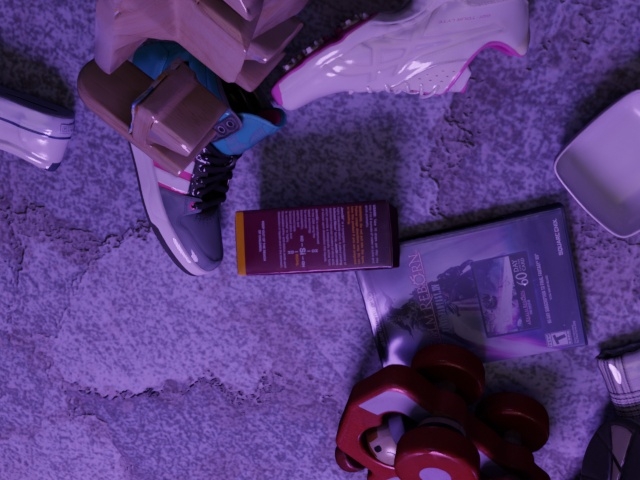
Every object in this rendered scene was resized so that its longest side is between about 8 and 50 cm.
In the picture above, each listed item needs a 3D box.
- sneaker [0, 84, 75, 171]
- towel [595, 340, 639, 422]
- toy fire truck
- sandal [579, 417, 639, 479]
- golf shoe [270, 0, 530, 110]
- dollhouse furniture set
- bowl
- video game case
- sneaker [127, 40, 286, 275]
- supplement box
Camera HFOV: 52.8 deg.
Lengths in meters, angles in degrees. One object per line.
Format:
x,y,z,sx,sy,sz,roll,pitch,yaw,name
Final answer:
-0.449,-0.162,0.825,0.258,0.094,0.091,22,106,-1,sneaker
0.568,0.230,0.838,0.324,0.056,0.312,-22,104,14,towel
0.150,0.293,0.864,0.302,0.169,0.254,37,129,-15,toy fire truck
0.398,0.373,0.882,0.086,0.120,0.303,-2,122,-27,sandal
0.091,-0.206,0.727,0.306,0.115,0.140,-25,107,17,golf shoe
-0.084,-0.323,0.558,0.256,0.362,0.394,39,66,-7,dollhouse furniture set
0.360,-0.092,0.756,0.142,0.053,0.142,44,109,-7,bowl
0.196,0.074,0.853,0.274,0.026,0.196,-13,107,11,video game case
-0.124,-0.105,0.790,0.178,0.124,0.296,-8,107,21,sneaker
0.000,0.000,0.799,0.188,0.104,0.081,-4,87,12,supplement box
